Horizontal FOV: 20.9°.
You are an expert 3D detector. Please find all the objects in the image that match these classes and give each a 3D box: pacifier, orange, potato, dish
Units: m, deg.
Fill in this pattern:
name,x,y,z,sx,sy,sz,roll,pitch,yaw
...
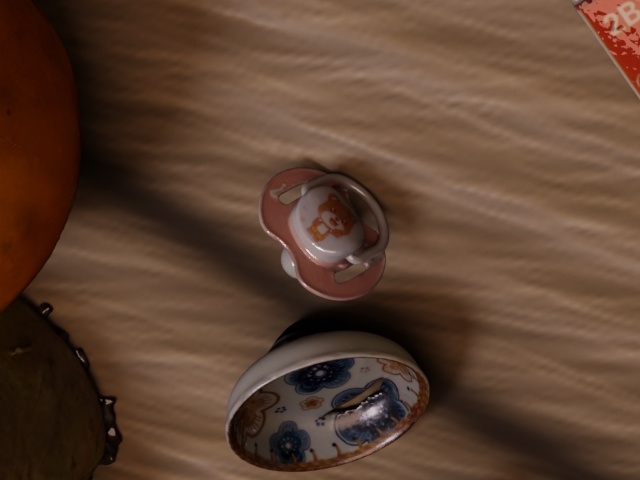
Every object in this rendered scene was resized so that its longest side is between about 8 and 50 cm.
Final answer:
name,x,y,z,sx,sy,sz,roll,pitch,yaw
pacifier,0.000,0.000,1.155,0.099,0.081,0.078,55,146,12
orange,-0.286,-0.064,1.082,0.284,0.226,0.284,1,94,10
potato,-0.300,0.183,1.180,0.289,0.237,0.301,39,113,-6
dish,-0.003,0.089,1.185,0.141,0.078,0.141,-10,143,-8

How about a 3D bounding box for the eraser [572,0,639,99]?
name,x,y,z,sx,sy,sz,roll,pitch,yaw
eraser,0.253,-0.142,1.060,0.157,0.038,0.230,-33,103,21
